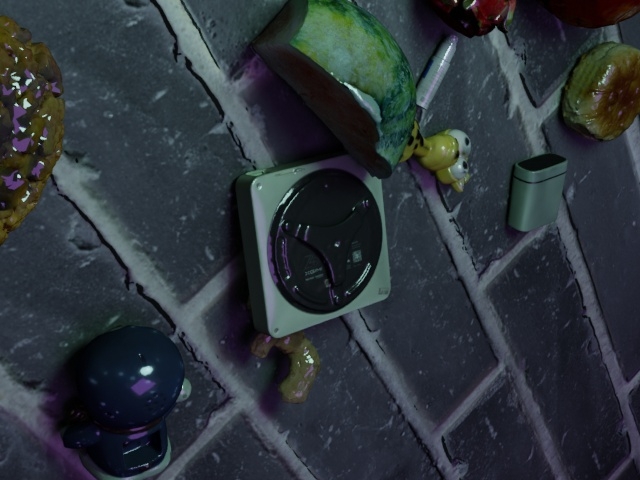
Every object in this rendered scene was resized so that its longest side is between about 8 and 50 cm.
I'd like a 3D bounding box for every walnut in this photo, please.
[{"bbox_3d":[0.449,-0.498,1.688,0.269,0.222,0.243,70,32,-54],"label":"walnut"}]

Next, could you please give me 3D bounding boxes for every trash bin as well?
[{"bbox_3d":[0.423,-0.095,1.986,0.116,0.059,0.130,-18,125,-33],"label":"trash bin"}]

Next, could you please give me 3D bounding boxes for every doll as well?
[{"bbox_3d":[0.172,-0.160,1.711,0.291,0.086,0.117,21,66,-46],"label":"doll"}]

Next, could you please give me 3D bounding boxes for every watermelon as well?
[{"bbox_3d":[0.051,-0.220,1.494,0.305,0.180,0.224,48,36,-29],"label":"watermelon"}]

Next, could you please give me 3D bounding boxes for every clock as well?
[{"bbox_3d":[-0.278,0.235,1.496,0.200,0.146,0.243,-14,129,-31],"label":"clock"}]

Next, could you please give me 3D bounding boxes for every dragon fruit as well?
[{"bbox_3d":[0.258,-0.410,1.598,0.172,0.166,0.160,-48,180,3],"label":"dragon fruit"}]

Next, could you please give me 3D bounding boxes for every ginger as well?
[{"bbox_3d":[-0.062,0.154,1.686,0.149,0.065,0.258,-5,106,-35],"label":"ginger"}]

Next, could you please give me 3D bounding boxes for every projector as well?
[{"bbox_3d":[0.000,0.000,1.614,0.257,0.079,0.259,-17,108,-36],"label":"projector"}]

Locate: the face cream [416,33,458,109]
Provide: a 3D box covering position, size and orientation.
[{"bbox_3d":[0.193,-0.283,1.698,0.034,0.034,0.130,21,98,-45],"label":"face cream"}]

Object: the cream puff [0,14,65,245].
[{"bbox_3d":[-0.441,-0.124,1.091,0.327,0.231,0.343,-46,135,-7],"label":"cream puff"}]

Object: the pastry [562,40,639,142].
[{"bbox_3d":[0.555,-0.288,1.971,0.182,0.093,0.192,19,100,-42],"label":"pastry"}]
